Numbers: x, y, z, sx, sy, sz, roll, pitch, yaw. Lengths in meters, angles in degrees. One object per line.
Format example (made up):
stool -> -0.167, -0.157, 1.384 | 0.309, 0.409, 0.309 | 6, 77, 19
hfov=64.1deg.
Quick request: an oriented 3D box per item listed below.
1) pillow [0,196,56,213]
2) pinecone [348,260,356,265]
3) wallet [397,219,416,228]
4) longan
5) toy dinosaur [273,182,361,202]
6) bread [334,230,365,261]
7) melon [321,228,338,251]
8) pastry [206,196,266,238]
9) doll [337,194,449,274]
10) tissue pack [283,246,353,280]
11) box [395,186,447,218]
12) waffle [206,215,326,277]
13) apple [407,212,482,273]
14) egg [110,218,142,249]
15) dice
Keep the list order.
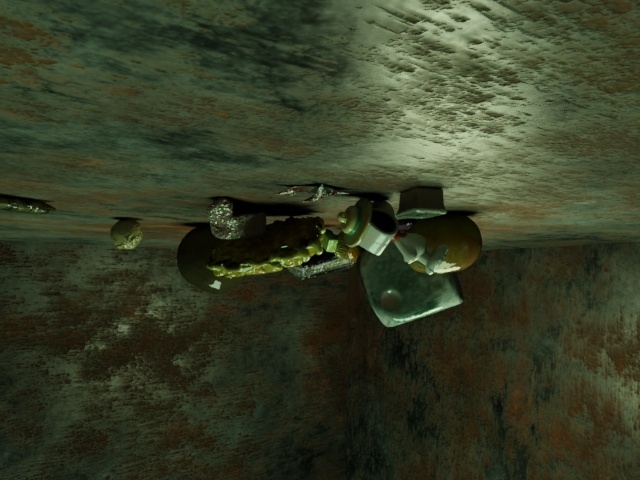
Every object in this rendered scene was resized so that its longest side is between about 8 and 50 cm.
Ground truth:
pillow -> -0.872, -0.101, 1.439 | 0.113, 0.038, 0.203 | 1, 176, 32
pinecone -> 0.192, 0.042, 2.410 | 0.173, 0.174, 0.173 | 1, 175, 0
wallet -> 0.303, -0.054, 1.881 | 0.111, 0.030, 0.166 | 3, 175, -39
longan -> -0.432, 0.077, 2.091 | 0.297, 0.297, 0.297 | 1, 175, 0
toy dinosaur -> -0.004, -0.113, 1.214 | 0.220, 0.032, 0.108 | 0, 173, -14
bread -> 0.144, 0.025, 2.196 | 0.114, 0.132, 0.190 | 15, -174, 33
melon -> 0.000, 0.000, 2.116 | 0.064, 0.118, 0.209 | -12, -165, -32
pastry -> -0.242, -0.053, 1.495 | 0.102, 0.112, 0.265 | 7, 178, 22
doll -> 0.192, -0.011, 1.336 | 0.208, 0.271, 0.144 | -26, 153, -48
tissue pack -> -0.023, 0.078, 2.504 | 0.332, 0.123, 0.245 | -13, -153, -35
box -> 0.245, -0.091, 1.250 | 0.089, 0.062, 0.122 | 2, 176, -16
waffle -> -0.167, 0.015, 1.619 | 0.382, 0.095, 0.380 | -13, -162, 4
apple -> 0.403, 0.012, 1.689 | 0.260, 0.194, 0.261 | -2, 175, 0
egg -> -0.719, -0.023, 1.901 | 0.118, 0.116, 0.140 | -30, -160, -36
dice -> 0.361, 0.151, 2.072 | 0.348, 0.330, 0.328 | -21, 167, 18
